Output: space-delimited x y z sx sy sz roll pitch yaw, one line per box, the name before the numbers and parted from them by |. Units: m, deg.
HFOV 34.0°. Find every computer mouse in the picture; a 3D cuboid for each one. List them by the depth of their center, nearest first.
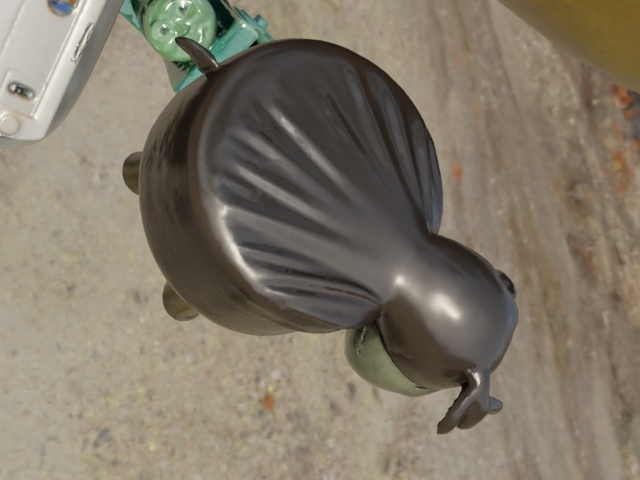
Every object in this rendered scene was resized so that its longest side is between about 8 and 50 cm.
computer mouse | -0.121 -0.137 0.445 0.102 0.199 0.045 22 6 -32

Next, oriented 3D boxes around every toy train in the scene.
toy train | -0.123 -0.203 1.030 0.194 0.120 0.298 43 6 -23

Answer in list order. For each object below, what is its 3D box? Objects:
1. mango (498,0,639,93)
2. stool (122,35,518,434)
mango | 0.192 -0.219 0.555 0.445 0.300 0.232 23 67 -11
stool | 0.000 0.000 0.474 0.217 0.121 0.125 43 60 -14
